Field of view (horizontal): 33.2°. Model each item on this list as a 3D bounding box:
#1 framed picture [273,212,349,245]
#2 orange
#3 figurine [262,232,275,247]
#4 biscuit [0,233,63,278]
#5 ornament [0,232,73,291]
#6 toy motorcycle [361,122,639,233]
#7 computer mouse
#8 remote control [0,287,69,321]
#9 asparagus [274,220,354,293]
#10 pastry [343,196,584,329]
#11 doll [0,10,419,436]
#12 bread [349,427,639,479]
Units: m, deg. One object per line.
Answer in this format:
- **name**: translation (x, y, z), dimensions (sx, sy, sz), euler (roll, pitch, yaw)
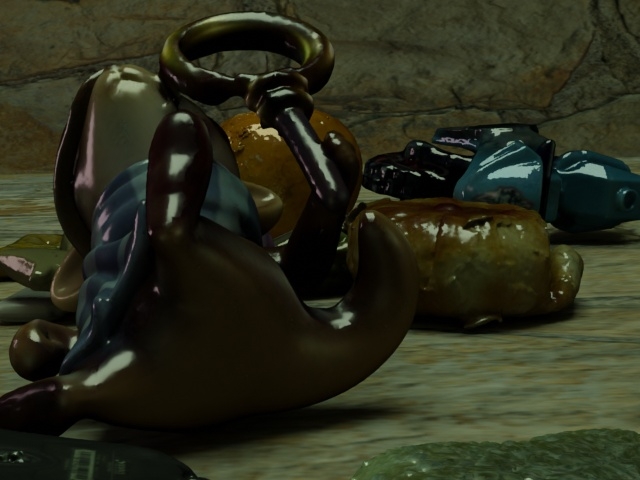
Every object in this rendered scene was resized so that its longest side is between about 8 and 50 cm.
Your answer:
- **framed picture**: translation (0.000, 0.000, 1.175), dimensions (0.109, 0.011, 0.149), euler (-24, -13, 18)
- **orange**: translation (-0.054, -0.081, 1.398), dimensions (0.219, 0.193, 0.219), euler (2, -6, 0)
- **figurine**: translation (-0.118, 0.028, 0.969), dimensions (0.114, 0.126, 0.157), euler (-34, 2, -31)
- **biscuit**: translation (-0.310, 0.017, 1.320), dimensions (0.174, 0.039, 0.183), euler (0, 9, 3)
- **ornament**: translation (-0.206, 0.017, 1.087), dimensions (0.230, 0.061, 0.245), euler (6, 11, -15)
- **toy motorcycle**: translation (0.257, -0.053, 1.300), dimensions (0.416, 0.172, 0.232), euler (3, 10, -35)
- **computer mouse**: translation (-0.133, 0.122, 0.479), dimensions (0.172, 0.057, 0.099), euler (6, 4, -9)
- **remote control**: translation (-0.264, 0.046, 1.124), dimensions (0.067, 0.029, 0.261), euler (0, 8, 5)
- **asparagus**: translation (0.056, 0.014, 1.115), dimensions (0.287, 0.080, 0.080), euler (-8, 10, -25)
- **pastry**: translation (0.128, 0.014, 0.997), dimensions (0.229, 0.100, 0.218), euler (3, 10, 27)
- **doll**: translation (-0.096, -0.011, 0.741), dimensions (0.317, 0.209, 0.340), euler (-26, 28, -5)
- **bread**: translation (0.088, 0.123, 0.417), dimensions (0.286, 0.056, 0.207), euler (-8, 11, -42)
